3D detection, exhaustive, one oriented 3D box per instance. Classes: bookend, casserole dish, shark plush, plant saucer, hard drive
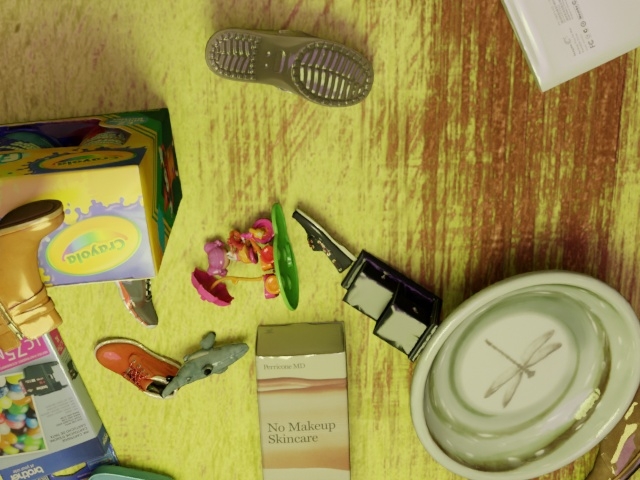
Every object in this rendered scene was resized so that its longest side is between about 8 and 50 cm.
[{"bbox_3d":[0.105,0.100,1.656,0.157,0.156,0.072,32,105,2],"label":"bookend"},{"bbox_3d":[-0.323,0.435,1.813,0.188,0.037,0.114,15,123,-14],"label":"casserole dish"},{"bbox_3d":[-0.195,0.201,1.709,0.161,0.067,0.073,-17,104,-37],"label":"shark plush"},{"bbox_3d":[0.325,0.209,1.721,0.401,0.100,0.400,-7,118,-13],"label":"plant saucer"},{"bbox_3d":[0.434,-0.381,1.583,0.308,0.040,0.203,-25,108,6],"label":"hard drive"}]

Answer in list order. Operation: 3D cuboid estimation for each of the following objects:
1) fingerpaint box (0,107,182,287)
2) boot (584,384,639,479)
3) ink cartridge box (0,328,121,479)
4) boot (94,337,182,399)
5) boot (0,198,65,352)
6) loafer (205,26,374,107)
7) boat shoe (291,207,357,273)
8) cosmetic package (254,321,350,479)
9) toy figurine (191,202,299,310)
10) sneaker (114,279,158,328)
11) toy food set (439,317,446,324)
[{"bbox_3d":[-0.439,-0.060,1.485,0.445,0.371,0.163,-6,109,0],"label":"fingerpaint box"},{"bbox_3d":[0.515,0.345,1.818,0.115,0.112,0.305,42,109,16],"label":"boot"},{"bbox_3d":[-0.479,0.290,1.765,0.186,0.065,0.311,-19,110,5],"label":"ink cartridge box"},{"bbox_3d":[-0.300,0.212,1.732,0.158,0.084,0.059,20,108,-7],"label":"boot"},{"bbox_3d":[-0.360,0.044,1.294,0.197,0.073,0.152,-24,110,20],"label":"boot"},{"bbox_3d":[-0.047,-0.271,1.579,0.269,0.092,0.102,12,110,-23],"label":"loafer"},{"bbox_3d":[0.000,0.000,1.690,0.042,0.049,0.133,-45,109,4],"label":"boat shoe"},{"bbox_3d":[-0.026,0.295,1.746,0.153,0.129,0.296,-4,108,0],"label":"cosmetic package"},{"bbox_3d":[-0.130,0.038,1.676,0.159,0.130,0.173,-10,87,11],"label":"toy figurine"},{"bbox_3d":[-0.293,0.070,1.698,0.065,0.061,0.158,-28,108,0],"label":"sneaker"},{"bbox_3d":[0.223,0.166,1.769,0.122,0.019,0.078,41,103,-14],"label":"toy food set"}]
